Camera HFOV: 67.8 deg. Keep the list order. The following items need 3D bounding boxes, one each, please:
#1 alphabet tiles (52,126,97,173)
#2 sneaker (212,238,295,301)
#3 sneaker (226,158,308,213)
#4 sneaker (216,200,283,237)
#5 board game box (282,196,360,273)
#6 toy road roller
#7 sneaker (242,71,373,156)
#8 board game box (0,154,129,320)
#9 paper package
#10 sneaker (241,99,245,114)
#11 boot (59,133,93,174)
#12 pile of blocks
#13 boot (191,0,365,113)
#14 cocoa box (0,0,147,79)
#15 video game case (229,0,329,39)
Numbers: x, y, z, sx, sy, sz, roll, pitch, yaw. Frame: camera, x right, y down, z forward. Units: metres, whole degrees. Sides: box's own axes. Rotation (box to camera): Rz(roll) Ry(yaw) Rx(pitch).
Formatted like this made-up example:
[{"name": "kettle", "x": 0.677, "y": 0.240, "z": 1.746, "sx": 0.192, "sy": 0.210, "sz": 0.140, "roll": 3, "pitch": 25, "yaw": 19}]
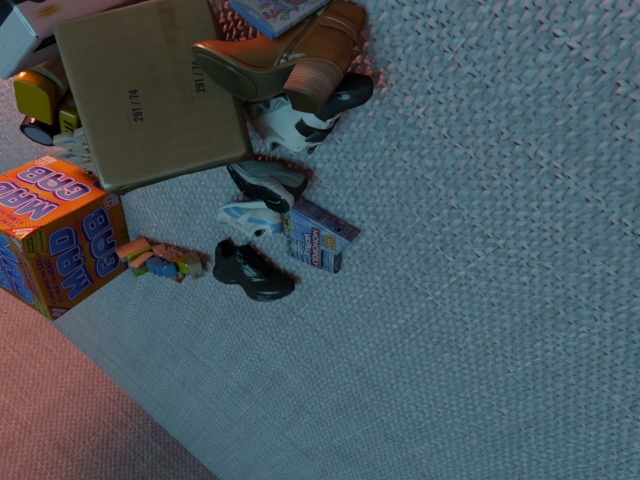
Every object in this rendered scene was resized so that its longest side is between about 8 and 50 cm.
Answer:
[{"name": "alphabet tiles", "x": -0.559, "y": -0.238, "z": 1.293, "sx": 0.277, "sy": 0.284, "sz": 0.021, "roll": -9, "pitch": 77, "yaw": 21}, {"name": "sneaker", "x": -0.202, "y": 0.084, "z": 1.384, "sx": 0.286, "sy": 0.109, "sz": 0.130, "roll": 17, "pitch": 124, "yaw": 23}, {"name": "sneaker", "x": -0.138, "y": -0.155, "z": 1.174, "sx": 0.271, "sy": 0.108, "sz": 0.100, "roll": 29, "pitch": 155, "yaw": 37}, {"name": "sneaker", "x": -0.194, "y": -0.053, "z": 1.266, "sx": 0.228, "sy": 0.087, "sz": 0.093, "roll": -1, "pitch": 88, "yaw": 37}, {"name": "board game box", "x": 0.000, "y": 0.000, "z": 1.203, "sx": 0.194, "sy": 0.060, "sz": 0.194, "roll": 20, "pitch": 131, "yaw": 24}, {"name": "toy road roller", "x": -0.630, "y": -0.371, "z": 1.250, "sx": 0.240, "sy": 0.203, "sz": 0.329, "roll": 20, "pitch": 153, "yaw": -16}, {"name": "sneaker", "x": -0.013, "y": -0.254, "z": 0.991, "sx": 0.330, "sy": 0.122, "sz": 0.146, "roll": 4, "pitch": 124, "yaw": 45}, {"name": "board game box", "x": -0.932, "y": -0.022, "z": 1.648, "sx": 0.356, "sy": 0.356, "sz": 0.357, "roll": 23, "pitch": 131, "yaw": 20}, {"name": "paper package", "x": -0.323, "y": -0.288, "z": 0.975, "sx": 0.168, "sy": 0.309, "sz": 0.325, "roll": -148, "pitch": 43, "yaw": -81}, {"name": "sneaker", "x": -0.367, "y": -0.314, "z": 1.129, "sx": 0.365, "sy": 0.210, "sz": 0.138, "roll": 17, "pitch": 130, "yaw": 25}, {"name": "boot", "x": -0.750, "y": -0.323, "z": 1.491, "sx": 0.179, "sy": 0.085, "sz": 0.236, "roll": 50, "pitch": 142, "yaw": -8}, {"name": "pile of blocks", "x": -0.536, "y": 0.095, "z": 1.596, "sx": 0.361, "sy": 0.149, "sz": 0.113, "roll": 11, "pitch": 127, "yaw": 29}, {"name": "boot", "x": -0.073, "y": -0.365, "z": 0.869, "sx": 0.283, "sy": 0.220, "sz": 0.109, "roll": 19, "pitch": 162, "yaw": 19}, {"name": "cocoa box", "x": -0.566, "y": -0.541, "z": 0.993, "sx": 0.231, "sy": 0.347, "sz": 0.228, "roll": -11, "pitch": 121, "yaw": 41}, {"name": "video game case", "x": -0.061, "y": -0.433, "z": 0.846, "sx": 0.119, "sy": 0.166, "sz": 0.015, "roll": 45, "pitch": 165, "yaw": 20}]
